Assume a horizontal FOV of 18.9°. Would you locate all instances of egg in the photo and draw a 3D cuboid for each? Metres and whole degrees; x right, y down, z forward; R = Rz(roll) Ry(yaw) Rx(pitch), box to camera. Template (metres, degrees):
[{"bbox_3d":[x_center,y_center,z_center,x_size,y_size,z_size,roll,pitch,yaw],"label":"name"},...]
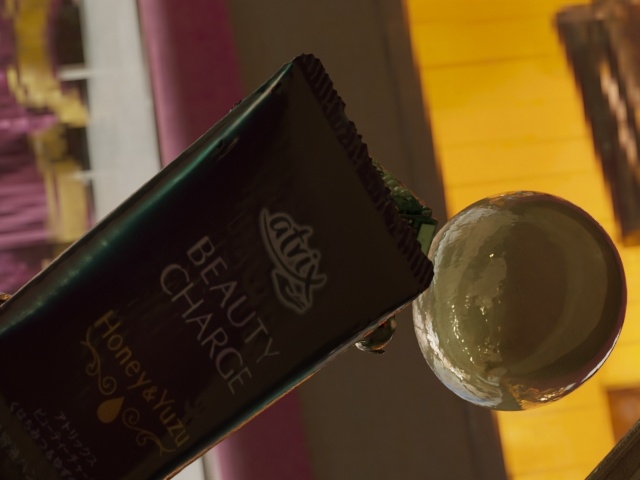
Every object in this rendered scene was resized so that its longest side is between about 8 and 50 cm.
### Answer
[{"bbox_3d":[0.200,0.069,1.968,0.295,0.218,0.218,-55,-35,-62],"label":"egg"}]

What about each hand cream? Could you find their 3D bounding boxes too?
[{"bbox_3d":[-0.076,0.047,0.758,0.061,0.270,0.120,10,134,59],"label":"hand cream"}]

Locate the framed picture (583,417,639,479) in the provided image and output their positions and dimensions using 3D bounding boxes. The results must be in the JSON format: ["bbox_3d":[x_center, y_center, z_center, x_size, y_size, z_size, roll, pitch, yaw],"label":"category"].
[{"bbox_3d":[0.309,0.181,1.291,0.231,0.173,0.010,42,174,-4],"label":"framed picture"}]

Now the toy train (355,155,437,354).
[{"bbox_3d":[0.000,0.000,1.681,0.269,0.115,0.154,-133,49,-62],"label":"toy train"}]

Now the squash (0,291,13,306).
[{"bbox_3d":[-0.236,0.127,1.179,0.172,0.218,0.218,42,-143,-72],"label":"squash"}]
